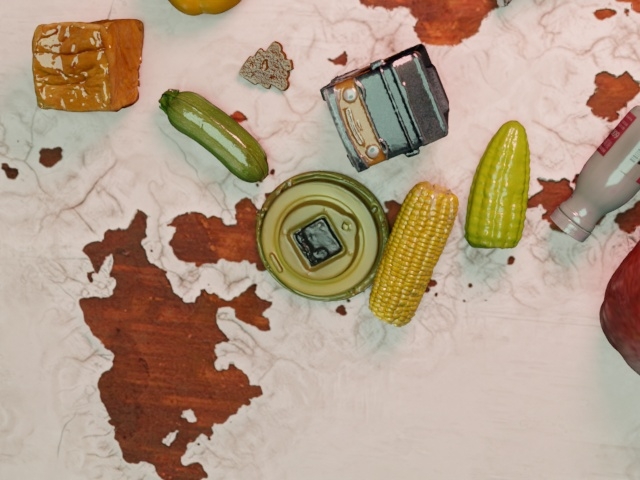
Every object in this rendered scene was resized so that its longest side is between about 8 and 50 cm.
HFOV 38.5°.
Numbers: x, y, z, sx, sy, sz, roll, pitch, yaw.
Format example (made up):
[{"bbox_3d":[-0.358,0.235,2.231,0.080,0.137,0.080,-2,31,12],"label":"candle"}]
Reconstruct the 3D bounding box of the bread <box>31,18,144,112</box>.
[{"bbox_3d":[-0.373,-0.285,1.482,0.149,0.158,0.143,2,105,5],"label":"bread"}]

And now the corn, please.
[{"bbox_3d":[0.150,0.022,1.502,0.093,0.093,0.244,21,108,4],"label":"corn"}]

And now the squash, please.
[{"bbox_3d":[-0.173,-0.176,1.518,0.219,0.068,0.077,37,141,0],"label":"squash"}]

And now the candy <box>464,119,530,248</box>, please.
[{"bbox_3d":[0.286,-0.086,1.450,0.097,0.097,0.209,11,102,7],"label":"candy"}]

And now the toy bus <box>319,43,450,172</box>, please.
[{"bbox_3d":[0.103,-0.202,1.353,0.167,0.275,0.138,-21,101,14],"label":"toy bus"}]

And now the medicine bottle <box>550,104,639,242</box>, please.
[{"bbox_3d":[0.449,-0.099,1.414,0.090,0.090,0.216,37,109,-1],"label":"medicine bottle"}]

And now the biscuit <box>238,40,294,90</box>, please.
[{"bbox_3d":[-0.089,-0.280,1.502,0.092,0.016,0.082,-10,109,14],"label":"biscuit"}]

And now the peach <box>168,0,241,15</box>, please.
[{"bbox_3d":[-0.181,-0.437,1.430,0.179,0.103,0.179,3,103,11],"label":"peach"}]

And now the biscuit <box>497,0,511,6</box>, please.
[{"bbox_3d":[0.376,-0.467,1.310,0.309,0.079,0.186,-19,104,18],"label":"biscuit"}]

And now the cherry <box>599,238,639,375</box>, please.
[{"bbox_3d":[0.601,0.096,1.355,0.327,0.291,0.335,24,128,-8],"label":"cherry"}]

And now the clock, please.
[{"bbox_3d":[0.000,0.000,1.545,0.237,0.057,0.236,3,106,11],"label":"clock"}]
